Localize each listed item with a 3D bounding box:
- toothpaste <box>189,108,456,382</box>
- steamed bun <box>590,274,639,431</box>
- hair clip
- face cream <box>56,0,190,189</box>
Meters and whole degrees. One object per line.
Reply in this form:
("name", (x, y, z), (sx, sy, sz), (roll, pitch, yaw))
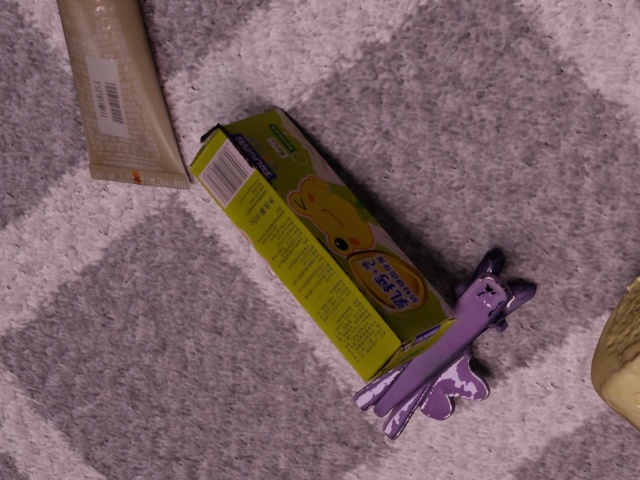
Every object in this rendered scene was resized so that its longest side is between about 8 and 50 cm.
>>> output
("toothpaste", (0.000, 0.000, 1.986), (0.327, 0.110, 0.077), (50, 126, 14))
("steamed bun", (0.422, 0.111, 1.873), (0.232, 0.166, 0.273), (32, 132, -8))
("hair clip", (0.149, 0.119, 2.051), (0.137, 0.090, 0.278), (43, 129, 4))
("face cream", (-0.238, -0.206, 2.063), (0.137, 0.084, 0.341), (7, 127, 24))
